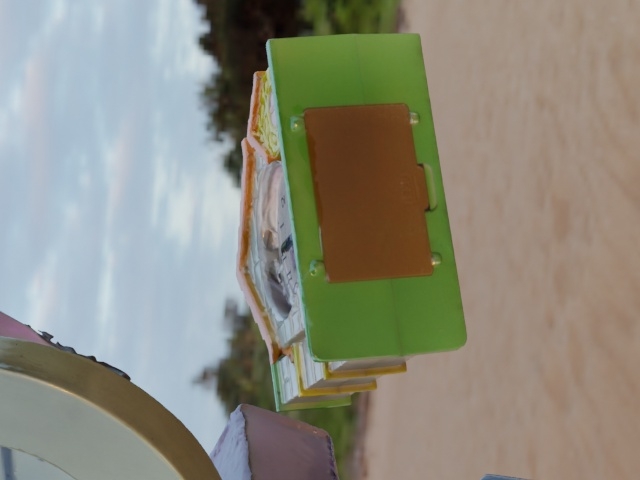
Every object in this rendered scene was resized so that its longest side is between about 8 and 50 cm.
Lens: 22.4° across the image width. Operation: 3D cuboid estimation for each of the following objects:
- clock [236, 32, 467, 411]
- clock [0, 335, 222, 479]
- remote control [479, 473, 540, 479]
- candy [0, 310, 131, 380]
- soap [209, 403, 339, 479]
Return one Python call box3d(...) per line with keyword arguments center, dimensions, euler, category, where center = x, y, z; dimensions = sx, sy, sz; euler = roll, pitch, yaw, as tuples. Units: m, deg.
box3d(center=(0.000, 0.000, 1.169), dimensions=(0.255, 0.106, 0.219), euler=(134, 130, -69), category="clock")
box3d(center=(-0.163, 0.147, 0.864), dimensions=(0.029, 0.235, 0.235), euler=(-71, -12, -53), category="clock")
box3d(center=(0.254, 0.291, 1.790), dimensions=(0.212, 0.028, 0.059), euler=(-4, 119, 57), category="remote control")
box3d(center=(-0.302, 0.106, 1.318), dimensions=(0.115, 0.265, 0.155), euler=(-62, -3, 5), category="candy")
box3d(center=(-0.081, 0.333, 1.360), dimensions=(0.285, 0.107, 0.296), euler=(-59, 17, 23), category="soap")
